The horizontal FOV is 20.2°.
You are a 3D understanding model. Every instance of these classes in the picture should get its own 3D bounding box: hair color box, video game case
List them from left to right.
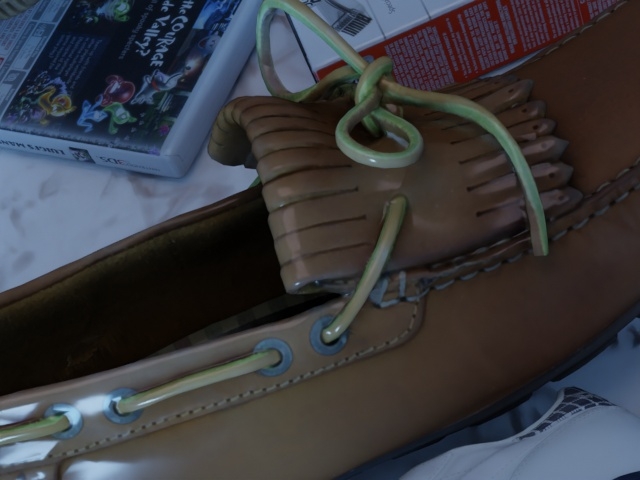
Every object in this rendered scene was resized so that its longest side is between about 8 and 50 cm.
[{"bbox_3d":[-0.102,-0.120,0.880,0.173,0.022,0.190,10,59,27],"label":"video game case"},{"bbox_3d":[0.065,-0.124,0.800,0.167,0.053,0.093,-23,52,1],"label":"hair color box"}]

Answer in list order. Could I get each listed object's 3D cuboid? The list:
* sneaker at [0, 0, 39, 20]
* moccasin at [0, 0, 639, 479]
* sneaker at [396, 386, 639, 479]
[{"bbox_3d":[-0.198,-0.198,0.902,0.282,0.099,0.153,12,58,43],"label":"sneaker"},{"bbox_3d":[-0.001,-0.001,0.666,0.380,0.147,0.139,-27,28,3],"label":"moccasin"},{"bbox_3d":[0.024,0.138,0.614,0.235,0.090,0.095,-30,38,-8],"label":"sneaker"}]
